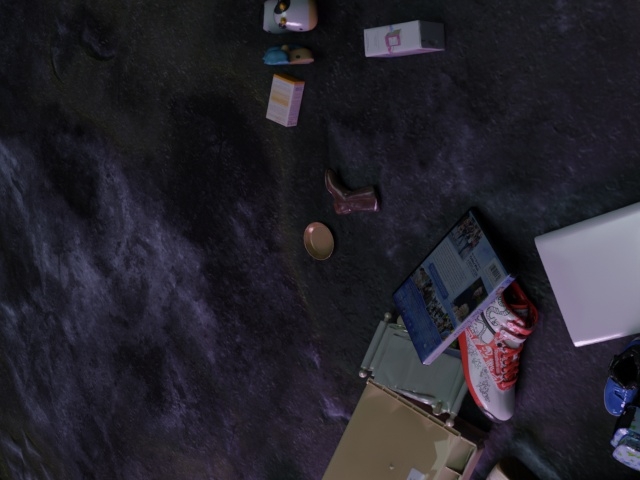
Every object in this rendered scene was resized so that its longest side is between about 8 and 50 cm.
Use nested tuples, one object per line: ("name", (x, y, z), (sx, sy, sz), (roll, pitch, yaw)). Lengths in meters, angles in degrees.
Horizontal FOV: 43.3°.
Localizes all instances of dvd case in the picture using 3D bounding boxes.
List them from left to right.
("dvd case", (0.239, 0.084, 1.490), (0.253, 0.022, 0.180), (-52, 38, 28))

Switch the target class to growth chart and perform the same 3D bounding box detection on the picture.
("growth chart", (0.193, 0.238, 1.572), (0.237, 0.172, 0.021), (23, 157, 31))

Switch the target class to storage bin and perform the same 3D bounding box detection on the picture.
("storage bin", (0.164, 0.443, 1.593), (0.260, 0.123, 0.262), (27, 94, 32))

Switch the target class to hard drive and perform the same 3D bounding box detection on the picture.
("hard drive", (0.520, 0.042, 1.302), (0.307, 0.040, 0.203), (-23, 86, 42))

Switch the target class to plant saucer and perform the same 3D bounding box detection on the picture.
("plant saucer", (0.000, 0.000, 1.747), (0.083, 0.015, 0.083), (12, 109, 38))

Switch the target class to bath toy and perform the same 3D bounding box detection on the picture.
("bath toy", (-0.079, -0.527, 1.604), (0.151, 0.129, 0.348), (4, 103, 40))

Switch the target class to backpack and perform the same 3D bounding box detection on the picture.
("backpack", (0.538, 0.333, 1.315), (0.114, 0.084, 0.105), (19, 154, 18))

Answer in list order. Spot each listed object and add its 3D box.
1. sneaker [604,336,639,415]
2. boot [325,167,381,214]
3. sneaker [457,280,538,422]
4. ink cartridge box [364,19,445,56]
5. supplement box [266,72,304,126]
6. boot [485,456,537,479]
("sneaker", (0.501, 0.236, 1.339), (0.058, 0.084, 0.152), (33, 121, 29))
("boot", (0.069, -0.105, 1.647), (0.114, 0.037, 0.106), (-6, 111, 44))
("sneaker", (0.332, 0.197, 1.464), (0.145, 0.090, 0.270), (-21, 84, 48))
("ink cartridge box", (0.154, -0.366, 1.473), (0.122, 0.088, 0.052), (3, 101, 39))
("supplement box", (-0.075, -0.299, 1.719), (0.062, 0.036, 0.098), (29, 118, 31))
("boot", (0.378, 0.537, 1.529), (0.213, 0.077, 0.165), (47, 128, 22))
